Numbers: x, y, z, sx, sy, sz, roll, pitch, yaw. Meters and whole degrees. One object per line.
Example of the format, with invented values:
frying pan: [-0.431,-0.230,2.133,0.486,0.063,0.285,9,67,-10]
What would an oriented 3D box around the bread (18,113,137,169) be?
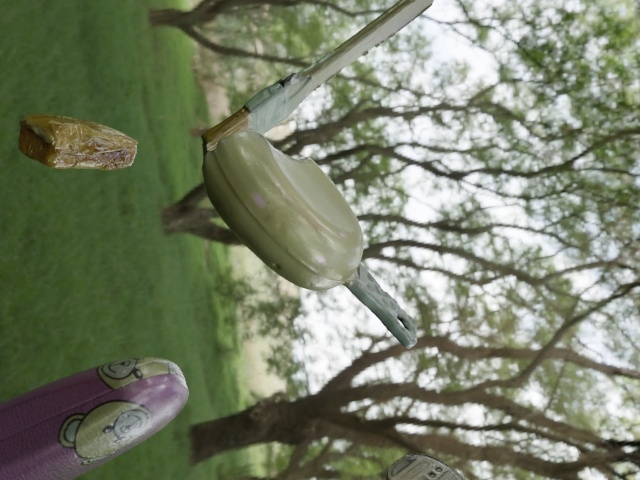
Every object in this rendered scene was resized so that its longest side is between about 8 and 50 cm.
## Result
bread: [-0.275,-0.112,0.906,0.074,0.132,0.053,25,-76,32]

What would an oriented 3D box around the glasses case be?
glasses case: [-0.261,0.180,0.660,0.123,0.316,0.076,85,-20,-72]

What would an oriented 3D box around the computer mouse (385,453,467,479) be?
computer mouse: [0.106,0.245,0.758,0.096,0.066,0.039,24,-48,48]

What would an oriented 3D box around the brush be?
brush: [0.006,-0.190,0.869,0.020,0.336,0.085,49,-16,13]

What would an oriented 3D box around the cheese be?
cheese: [-0.001,0.008,0.731,0.249,0.071,0.163,53,18,7]
